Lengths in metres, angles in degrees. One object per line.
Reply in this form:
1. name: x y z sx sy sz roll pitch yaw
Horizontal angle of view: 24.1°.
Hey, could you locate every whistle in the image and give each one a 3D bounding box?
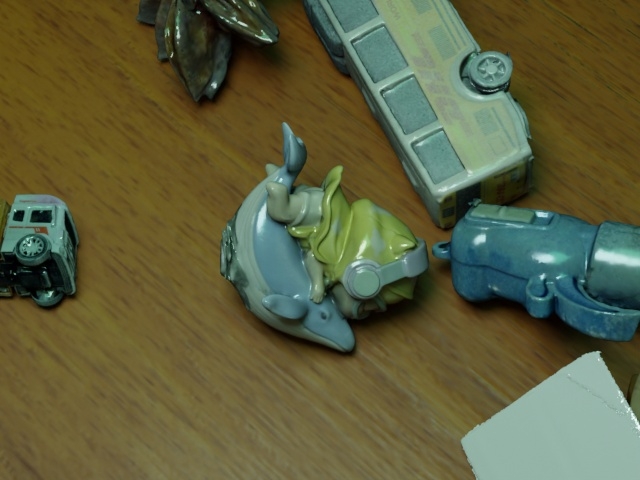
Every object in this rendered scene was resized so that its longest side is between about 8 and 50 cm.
1. whistle: 0.227 0.023 1.309 0.269 0.093 0.180 10 27 20

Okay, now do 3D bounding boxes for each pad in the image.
1. pad: 0.218 0.224 1.217 0.156 0.004 0.232 -38 63 25

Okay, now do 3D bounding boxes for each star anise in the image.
1. star anise: -0.106 -0.257 1.467 0.236 0.093 0.229 32 98 46

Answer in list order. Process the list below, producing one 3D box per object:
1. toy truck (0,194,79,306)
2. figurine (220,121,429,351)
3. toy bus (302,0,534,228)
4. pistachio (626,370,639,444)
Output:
1. toy truck: -0.308 -0.006 1.377 0.178 0.080 0.115 2 53 5
2. figurine: 0.000 0.000 1.318 0.184 0.128 0.208 -11 103 -3
3. toy bus: 0.089 -0.178 1.439 0.138 0.097 0.342 -27 66 -4
4. pistachio: 0.352 0.143 1.240 0.210 0.130 0.165 -3 81 -6
